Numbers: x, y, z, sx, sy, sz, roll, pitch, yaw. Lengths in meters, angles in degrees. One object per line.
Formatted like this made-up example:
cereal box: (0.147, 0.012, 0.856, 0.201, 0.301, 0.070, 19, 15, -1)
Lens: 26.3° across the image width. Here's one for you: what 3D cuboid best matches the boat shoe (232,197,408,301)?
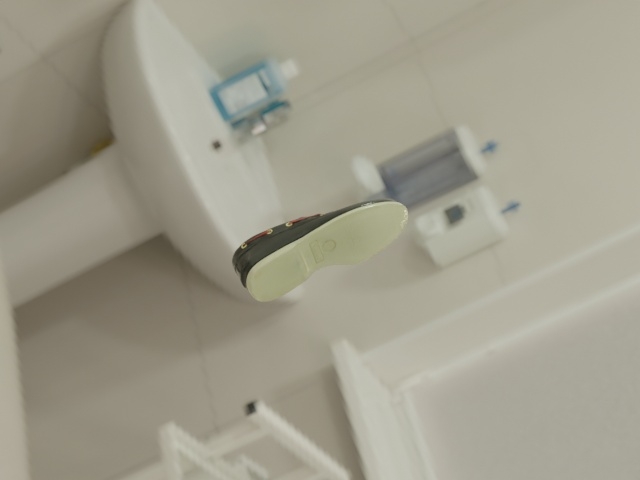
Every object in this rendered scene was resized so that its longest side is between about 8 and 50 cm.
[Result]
boat shoe: (0.000, -0.001, 0.985, 0.042, 0.133, 0.049, 49, -22, 48)
